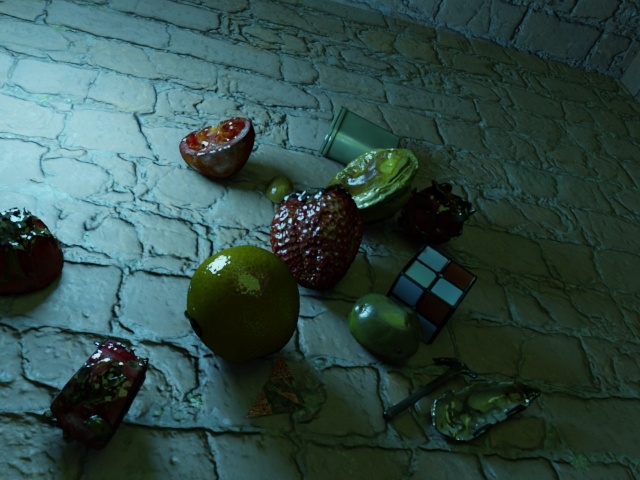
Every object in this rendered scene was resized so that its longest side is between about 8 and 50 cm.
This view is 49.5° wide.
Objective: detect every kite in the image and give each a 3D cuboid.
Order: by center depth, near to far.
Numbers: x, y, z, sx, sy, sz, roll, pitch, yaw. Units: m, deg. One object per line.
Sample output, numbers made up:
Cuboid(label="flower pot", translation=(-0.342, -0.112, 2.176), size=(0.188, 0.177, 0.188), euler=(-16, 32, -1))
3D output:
Cuboid(label="kite", translation=(-0.082, 0.364, 1.623), size=(0.125, 0.008, 0.222), euler=(28, 40, 4))

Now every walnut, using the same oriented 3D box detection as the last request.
Cuboid(label="walnut", translation=(-0.124, -0.166, 2.156), size=(0.091, 0.052, 0.121), euler=(12, 39, -10))

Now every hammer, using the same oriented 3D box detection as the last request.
Cuboid(label="hammer", translation=(0.266, 0.375, 1.744), size=(0.297, 0.027, 0.125), euler=(-25, 36, -37))

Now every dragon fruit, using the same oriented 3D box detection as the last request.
Cuboid(label="dragon fruit", translation=(-0.445, 0.298, 1.385), size=(0.147, 0.211, 0.282), euler=(27, 13, -6))
Cuboid(label="dragon fruit", translation=(-0.708, 0.003, 1.609), size=(0.223, 0.148, 0.219), euler=(14, 41, -10))
Cuboid(label="dragon fruit", translation=(0.365, -0.082, 2.158), size=(0.193, 0.274, 0.192), euler=(7, 75, -56))

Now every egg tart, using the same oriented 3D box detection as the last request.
Cuboid(label="egg tart", translation=(0.167, -0.158, 2.150), size=(0.150, 0.351, 0.352), euler=(58, 32, -25))

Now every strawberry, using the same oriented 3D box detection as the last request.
Cuboid(label="strawberry", translation=(0.000, 0.000, 1.916), size=(0.238, 0.250, 0.289), euler=(27, 49, -54))

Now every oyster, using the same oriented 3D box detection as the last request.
Cuboid(label="oyster", translation=(0.421, 0.422, 1.755), size=(0.344, 0.079, 0.129), euler=(-9, 57, -28))

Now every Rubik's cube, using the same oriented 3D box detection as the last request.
Cuboid(label="Rubik's cube", translation=(0.298, 0.146, 1.925), size=(0.180, 0.167, 0.183), euler=(37, 43, 14))

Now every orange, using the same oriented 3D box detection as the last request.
Cuboid(label="orange", translation=(-0.176, 0.147, 1.620), size=(0.274, 0.274, 0.274), euler=(14, 41, -12))

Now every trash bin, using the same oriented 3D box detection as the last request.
Cuboid(label="trash bin", translation=(0.140, -0.338, 2.428), size=(0.247, 0.121, 0.243), euler=(25, 40, -4))

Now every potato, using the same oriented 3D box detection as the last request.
Cuboid(label="potato", translation=(0.170, 0.225, 1.807), size=(0.200, 0.137, 0.154), euler=(25, 9, 2))

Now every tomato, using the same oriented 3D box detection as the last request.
Cuboid(label="tomato", translation=(-0.301, -0.270, 2.120), size=(0.232, 0.140, 0.200), euler=(-14, 34, 9))

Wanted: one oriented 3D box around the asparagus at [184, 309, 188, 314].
Cuboid(label="asparagus", translation=(-0.258, 0.184, 1.731), size=(0.162, 0.016, 0.016), euler=(4, 24, -20))
